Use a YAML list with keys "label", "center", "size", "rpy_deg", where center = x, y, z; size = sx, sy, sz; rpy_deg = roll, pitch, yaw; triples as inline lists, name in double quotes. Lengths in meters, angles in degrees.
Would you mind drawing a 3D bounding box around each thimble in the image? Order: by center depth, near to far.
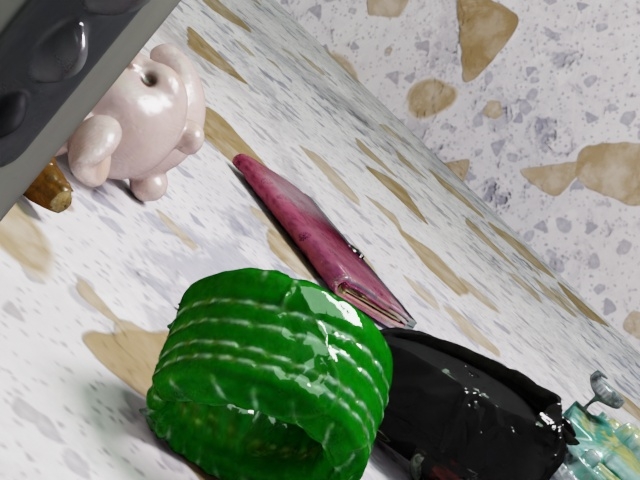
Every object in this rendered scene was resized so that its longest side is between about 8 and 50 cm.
- label: "thimble"
  center: [-0.029, 0.078, 0.935]
  size: [0.130, 0.090, 0.118]
  rpy_deg: [12, -35, 7]

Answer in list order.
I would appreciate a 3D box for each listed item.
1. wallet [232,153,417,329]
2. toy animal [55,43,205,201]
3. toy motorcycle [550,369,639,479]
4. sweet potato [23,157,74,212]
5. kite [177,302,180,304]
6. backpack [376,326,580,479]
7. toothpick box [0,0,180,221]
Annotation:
- label: "wallet"
  center: [0.000, 0.000, 1.664]
  size: [0.119, 0.025, 0.232]
  rpy_deg: [31, 13, -43]
- label: "toy animal"
  center: [-0.147, -0.095, 1.255]
  size: [0.124, 0.124, 0.212]
  rpy_deg: [42, 6, 3]
- label: "toy motorcycle"
  center: [0.269, 0.220, 1.510]
  size: [0.198, 0.109, 0.296]
  rpy_deg: [44, 11, 4]
- label: "sweet potato"
  center: [-0.236, -0.114, 1.167]
  size: [0.264, 0.057, 0.057]
  rpy_deg: [45, 11, 29]
- label: "kite"
  center: [-0.027, 0.090, 1.215]
  size: [0.190, 0.010, 0.159]
  rpy_deg: [32, 13, -45]
- label: "backpack"
  center: [0.096, 0.132, 1.245]
  size: [0.165, 0.106, 0.120]
  rpy_deg: [24, -6, 20]
- label: "toothpick box"
  center: [-0.164, -0.148, 0.838]
  size: [0.229, 0.316, 0.229]
  rpy_deg: [41, 11, -9]
